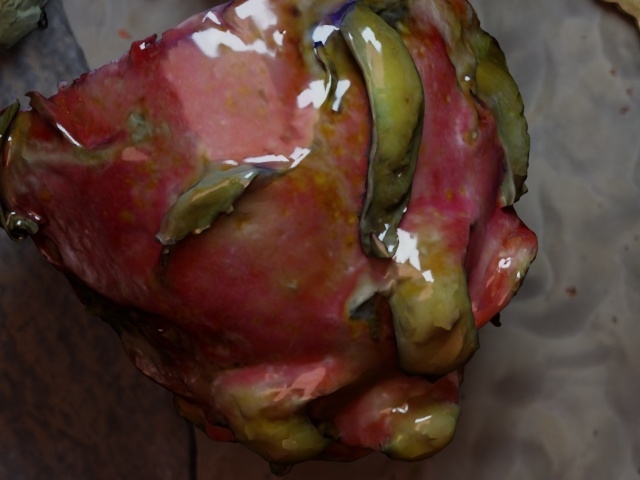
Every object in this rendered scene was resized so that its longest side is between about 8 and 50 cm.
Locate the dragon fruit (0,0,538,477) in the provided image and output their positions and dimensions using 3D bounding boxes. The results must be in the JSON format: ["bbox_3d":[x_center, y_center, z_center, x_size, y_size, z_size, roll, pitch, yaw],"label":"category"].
[{"bbox_3d":[0.000,0.000,1.058,0.314,0.296,0.263,-23,88,13],"label":"dragon fruit"}]

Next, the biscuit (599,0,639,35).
[{"bbox_3d":[0.263,-0.170,1.168,0.250,0.035,0.163,4,91,5],"label":"biscuit"}]

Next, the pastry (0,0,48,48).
[{"bbox_3d":[-0.229,-0.189,1.196,0.153,0.081,0.153,0,89,10],"label":"pastry"}]
